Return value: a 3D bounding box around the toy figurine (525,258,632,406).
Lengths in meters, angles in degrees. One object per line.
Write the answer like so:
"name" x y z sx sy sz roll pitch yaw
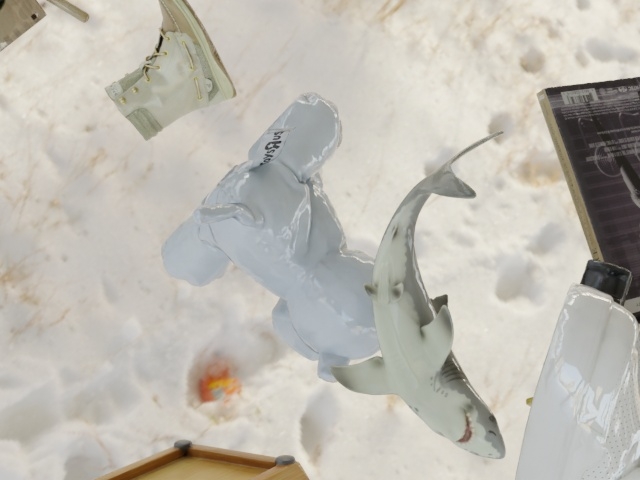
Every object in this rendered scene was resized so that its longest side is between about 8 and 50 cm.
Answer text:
"toy figurine" 0.288 0.115 0.754 0.213 0.209 0.148 19 86 -26

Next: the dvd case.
"dvd case" 0.294 -0.042 0.908 0.165 0.018 0.221 -11 78 -29

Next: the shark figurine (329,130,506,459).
"shark figurine" 0.097 0.044 0.904 0.116 0.166 0.278 -20 109 -51

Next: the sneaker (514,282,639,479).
"sneaker" 0.198 0.151 0.562 0.169 0.292 0.108 14 46 24

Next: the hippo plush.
"hippo plush" 0.000 0.000 1.041 0.236 0.294 0.234 43 70 -7

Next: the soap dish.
"soap dish" -0.164 0.322 1.131 0.291 0.229 0.118 -12 100 -54

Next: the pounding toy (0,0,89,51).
"pounding toy" -0.330 -0.258 1.013 0.100 0.141 0.130 -42 130 -11

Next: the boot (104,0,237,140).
"boot" -0.231 -0.252 1.403 0.213 0.165 0.077 62 1 -38
